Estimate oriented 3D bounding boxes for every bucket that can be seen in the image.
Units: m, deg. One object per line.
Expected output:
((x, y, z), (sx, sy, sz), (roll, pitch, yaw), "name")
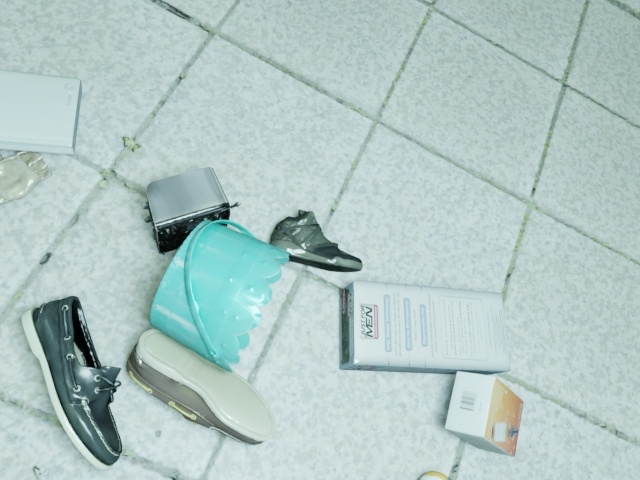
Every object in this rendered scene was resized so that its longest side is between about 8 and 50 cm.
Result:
((-0.196, 0.101, 0.998), (0.183, 0.281, 0.281), (25, 66, -1), "bucket")

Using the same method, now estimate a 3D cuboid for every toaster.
((-0.282, -0.063, 1.082), (0.186, 0.168, 0.110), (-19, 76, -20), "toaster")

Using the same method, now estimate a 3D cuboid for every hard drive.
((-0.698, -0.288, 1.090), (0.308, 0.040, 0.202), (1, 61, -18), "hard drive")

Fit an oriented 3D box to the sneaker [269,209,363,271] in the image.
((0.000, 0.000, 1.182), (0.228, 0.087, 0.130), (16, 73, -4), "sneaker")

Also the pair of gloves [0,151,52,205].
((-0.722, -0.176, 1.070), (0.204, 0.042, 0.240), (-36, 84, -24), "pair of gloves")

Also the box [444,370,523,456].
((0.364, 0.381, 1.101), (0.170, 0.091, 0.130), (39, 60, -38), "box")

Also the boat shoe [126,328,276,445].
((-0.238, 0.307, 1.000), (0.325, 0.096, 0.116), (36, 25, -4), "boat shoe")

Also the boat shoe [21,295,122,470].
((-0.438, 0.254, 0.947), (0.113, 0.127, 0.340), (-30, 71, -11), "boat shoe")

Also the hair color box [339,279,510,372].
((0.237, 0.208, 1.159), (0.375, 0.113, 0.185), (6, 69, -14), "hair color box")

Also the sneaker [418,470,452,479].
((0.292, 0.628, 1.024), (0.131, 0.111, 0.296), (-37, 73, -29), "sneaker")
